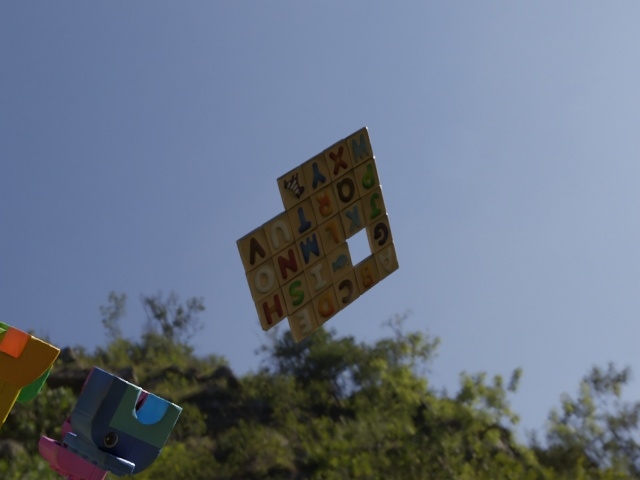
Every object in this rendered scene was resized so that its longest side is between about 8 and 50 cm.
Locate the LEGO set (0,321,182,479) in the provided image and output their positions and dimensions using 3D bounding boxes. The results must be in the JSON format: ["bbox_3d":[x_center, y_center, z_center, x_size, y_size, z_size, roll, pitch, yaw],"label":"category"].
[{"bbox_3d":[-0.157,0.088,0.496,0.227,0.087,0.093,36,-106,-42],"label":"LEGO set"}]

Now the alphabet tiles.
[{"bbox_3d":[0.000,0.000,1.249,0.237,0.009,0.198,-34,-59,-37],"label":"alphabet tiles"}]
